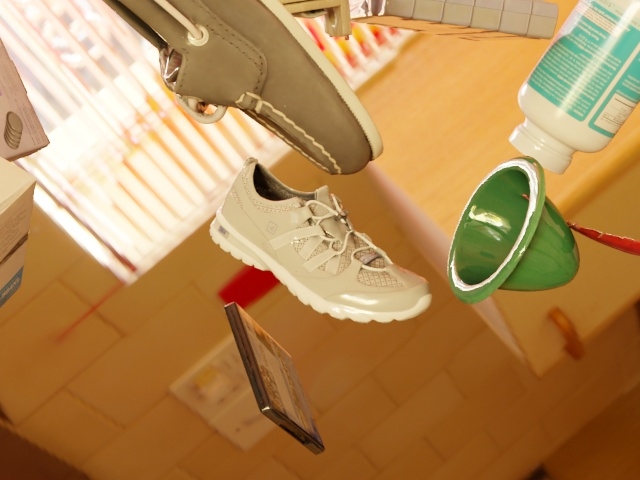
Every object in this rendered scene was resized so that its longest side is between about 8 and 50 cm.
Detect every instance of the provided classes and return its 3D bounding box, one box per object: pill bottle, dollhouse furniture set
[{"bbox_3d":[0.369,-0.222,1.464,0.146,0.264,0.146,30,19,-11],"label":"pill bottle"},{"bbox_3d":[-0.059,-0.293,1.238,0.183,0.129,0.129,-144,-135,-66],"label":"dollhouse furniture set"}]

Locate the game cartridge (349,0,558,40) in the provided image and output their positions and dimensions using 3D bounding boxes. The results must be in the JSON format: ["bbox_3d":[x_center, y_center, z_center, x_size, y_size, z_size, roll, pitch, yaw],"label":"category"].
[{"bbox_3d":[0.162,-0.319,1.483,0.230,0.068,0.355,11,9,-10],"label":"game cartridge"}]

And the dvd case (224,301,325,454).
[{"bbox_3d":[-0.067,0.215,1.632,0.180,0.022,0.253,68,7,30],"label":"dvd case"}]

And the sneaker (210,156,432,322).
[{"bbox_3d":[0.000,0.000,1.189,0.281,0.115,0.105,26,24,21],"label":"sneaker"}]

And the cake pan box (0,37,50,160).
[{"bbox_3d":[-0.592,-0.236,1.730,0.246,0.070,0.267,-36,104,-56],"label":"cake pan box"}]

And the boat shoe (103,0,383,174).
[{"bbox_3d":[-0.103,-0.141,0.594,0.335,0.095,0.112,47,-7,-20],"label":"boat shoe"}]

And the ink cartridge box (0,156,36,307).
[{"bbox_3d":[-0.437,-0.020,1.302,0.148,0.086,0.203,29,-47,5],"label":"ink cartridge box"}]

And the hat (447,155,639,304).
[{"bbox_3d":[0.264,0.023,1.162,0.183,0.173,0.208,24,12,-16],"label":"hat"}]
